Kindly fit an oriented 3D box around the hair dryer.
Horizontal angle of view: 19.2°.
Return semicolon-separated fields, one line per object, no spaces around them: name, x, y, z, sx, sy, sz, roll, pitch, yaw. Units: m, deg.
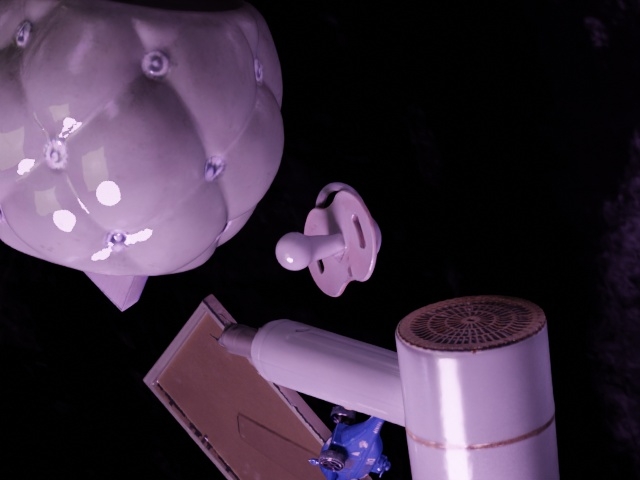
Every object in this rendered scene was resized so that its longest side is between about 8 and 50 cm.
hair dryer;0.033;0.113;1.432;0.357;0.107;0.173;15;117;49

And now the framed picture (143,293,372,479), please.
framed picture;-0.050;0.179;1.684;0.250;0.016;0.184;48;146;7

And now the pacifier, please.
pacifier;0.000;0.000;1.412;0.099;0.078;0.082;-35;70;57

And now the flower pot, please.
flower pot;-0.145;-0.087;1.361;0.246;0.246;0.195;22;110;38

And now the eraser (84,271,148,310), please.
eraser;-0.209;-0.018;1.693;0.150;0.023;0.104;45;146;12

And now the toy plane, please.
toy plane;0.039;0.158;1.534;0.062;0.054;0.167;20;144;-7
